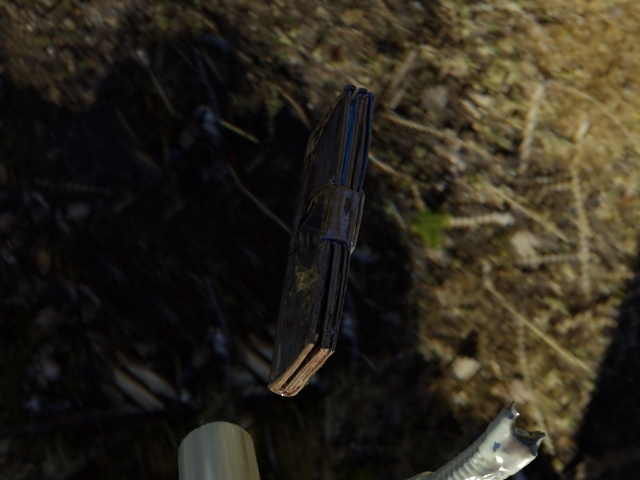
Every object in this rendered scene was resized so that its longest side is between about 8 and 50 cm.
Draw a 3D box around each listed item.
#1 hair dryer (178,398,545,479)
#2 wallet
[{"bbox_3d":[-0.005,0.135,0.838,0.092,0.229,0.267,25,107,-30],"label":"hair dryer"},{"bbox_3d":[0.000,0.000,1.315,0.042,0.124,0.230,16,64,-9],"label":"wallet"}]
